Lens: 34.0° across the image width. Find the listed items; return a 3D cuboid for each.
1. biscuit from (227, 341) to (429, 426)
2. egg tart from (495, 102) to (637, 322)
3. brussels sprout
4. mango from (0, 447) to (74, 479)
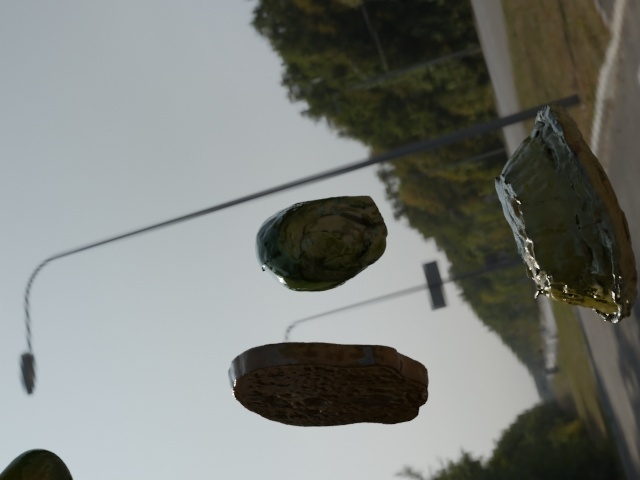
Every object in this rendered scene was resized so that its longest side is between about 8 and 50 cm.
[{"bbox_3d":[0.016,0.261,1.920,0.385,0.364,0.062,75,-166,-63],"label":"biscuit"},{"bbox_3d":[0.307,-0.026,1.353,0.315,0.120,0.315,-19,-90,-87],"label":"egg tart"},{"bbox_3d":[-0.003,0.003,1.448,0.131,0.183,0.145,70,157,12],"label":"brussels sprout"},{"bbox_3d":[-0.390,0.361,1.381,0.195,0.130,0.092,-92,10,-46],"label":"mango"}]
